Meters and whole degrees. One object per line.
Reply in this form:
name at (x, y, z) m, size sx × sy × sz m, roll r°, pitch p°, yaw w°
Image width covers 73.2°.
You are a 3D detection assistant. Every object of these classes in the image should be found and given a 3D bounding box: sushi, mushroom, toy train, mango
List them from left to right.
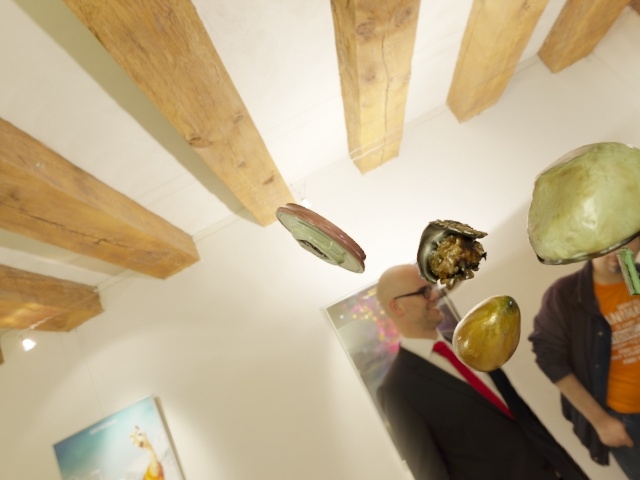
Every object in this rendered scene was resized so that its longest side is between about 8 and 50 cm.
sushi at (0.427, 0.041, 1.410) m, size 0.213 × 0.203 × 0.200 m, roll -3°, pitch 16°, yaw -37°
mango at (0.642, 0.354, 1.648) m, size 0.264 × 0.221 × 0.377 m, roll -27°, pitch -38°, yaw -24°
mushroom at (0.496, -0.085, 0.793) m, size 0.267 × 0.164 × 0.189 m, roll -32°, pitch 1°, yaw 5°
toy train at (0.926, 0.092, 1.289) m, size 0.038 × 0.147 × 0.071 m, roll -17°, pitch 2°, yaw 43°

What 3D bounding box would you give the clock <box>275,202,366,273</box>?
clock at (-0.001, 0.001, 0.982) m, size 0.056 × 0.245 × 0.244 m, roll -55°, pitch -14°, yaw -10°
